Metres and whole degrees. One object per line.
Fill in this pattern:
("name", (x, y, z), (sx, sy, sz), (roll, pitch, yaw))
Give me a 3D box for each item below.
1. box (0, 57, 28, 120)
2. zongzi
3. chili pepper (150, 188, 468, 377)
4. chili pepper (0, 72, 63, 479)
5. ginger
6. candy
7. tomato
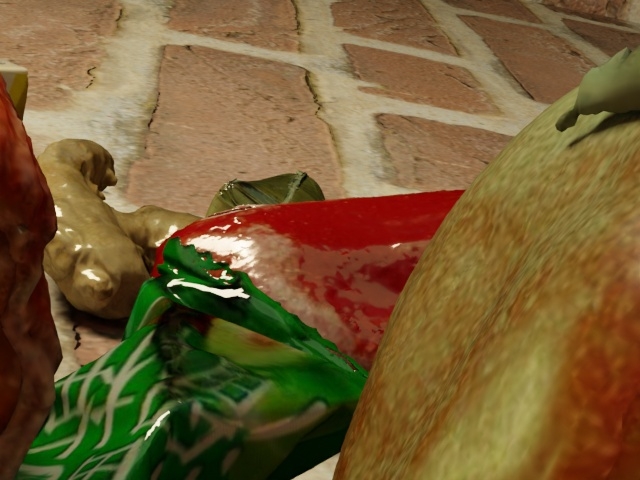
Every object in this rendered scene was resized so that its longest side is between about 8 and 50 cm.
("box", (-0.316, -0.088, 0.983), (0.265, 0.097, 0.168), (24, 19, 38))
("zongzi", (0.000, 0.000, 1.006), (0.113, 0.052, 0.104), (28, 22, 18))
("chili pepper", (0.046, 0.039, 0.808), (0.253, 0.144, 0.136), (0, -8, -12))
("chili pepper", (-0.246, -0.035, 0.563), (0.251, 0.229, 0.305), (-13, 34, -31))
("ginger", (-0.042, 0.017, 0.895), (0.259, 0.065, 0.149), (19, 29, 5))
("candy", (-0.072, 0.079, 0.605), (0.141, 0.078, 0.203), (11, 31, 43))
("tomato", (0.149, 0.065, 0.508), (0.303, 0.239, 0.303), (15, 13, -4))
